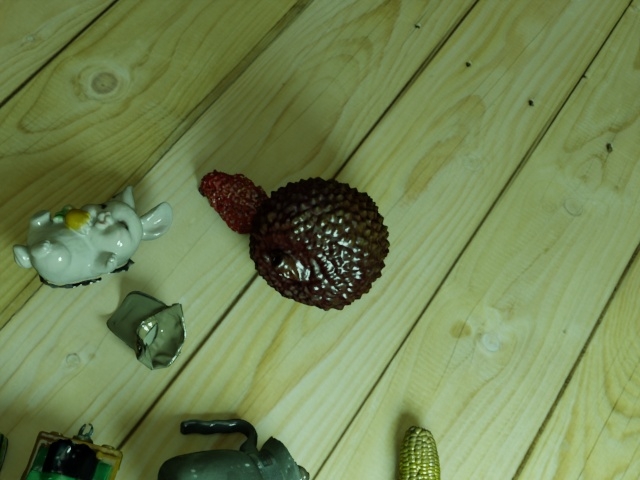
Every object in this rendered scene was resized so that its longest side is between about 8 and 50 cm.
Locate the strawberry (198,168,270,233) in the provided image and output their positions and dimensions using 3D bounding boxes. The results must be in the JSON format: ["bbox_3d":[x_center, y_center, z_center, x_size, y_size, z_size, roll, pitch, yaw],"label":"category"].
[{"bbox_3d":[-0.200,-0.099,2.103,0.188,0.082,0.121,35,65,4],"label":"strawberry"}]

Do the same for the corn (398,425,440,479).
[{"bbox_3d":[0.199,0.524,1.853,0.101,0.101,0.291,6,64,-8],"label":"corn"}]

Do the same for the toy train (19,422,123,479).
[{"bbox_3d":[-0.490,0.523,1.633,0.178,0.249,0.429,15,62,-3],"label":"toy train"}]

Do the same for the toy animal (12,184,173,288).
[{"bbox_3d":[-0.490,-0.011,1.966,0.208,0.154,0.325,25,38,26],"label":"toy animal"}]

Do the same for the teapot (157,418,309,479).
[{"bbox_3d":[-0.166,0.488,1.779,0.285,0.305,0.223,-13,103,-24],"label":"teapot"}]

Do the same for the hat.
[{"bbox_3d":[-0.366,0.185,1.941,0.175,0.085,0.147,29,71,30],"label":"hat"}]

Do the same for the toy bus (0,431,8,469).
[{"bbox_3d":[-0.700,0.396,1.741,0.175,0.101,0.088,11,62,-7],"label":"toy bus"}]

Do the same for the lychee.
[{"bbox_3d":[0.000,0.000,1.973,0.306,0.306,0.330,39,40,9],"label":"lychee"}]
